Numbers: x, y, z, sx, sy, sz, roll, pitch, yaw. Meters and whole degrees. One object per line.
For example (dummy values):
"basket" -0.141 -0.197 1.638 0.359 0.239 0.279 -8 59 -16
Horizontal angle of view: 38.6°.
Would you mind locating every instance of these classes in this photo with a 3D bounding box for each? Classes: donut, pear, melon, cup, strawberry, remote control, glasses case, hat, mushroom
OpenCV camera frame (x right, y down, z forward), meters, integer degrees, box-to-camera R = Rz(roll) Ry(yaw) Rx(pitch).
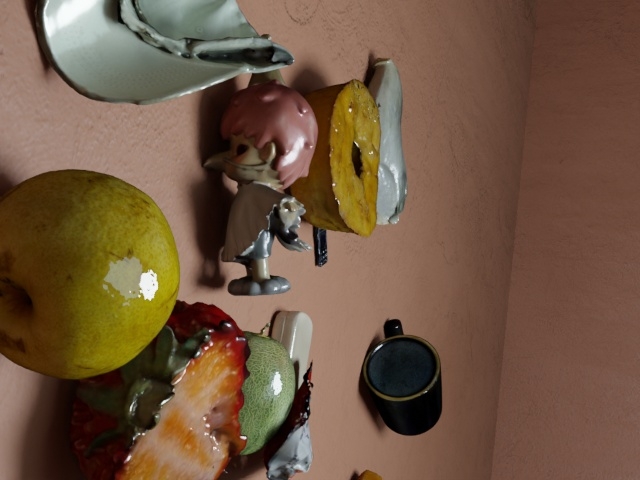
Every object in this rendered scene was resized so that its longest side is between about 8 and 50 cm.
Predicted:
"donut" 0.028 -0.142 1.614 0.277 0.108 0.277 -1 90 -66
"pear" -0.237 0.031 0.910 0.209 0.209 0.208 3 90 -67
"melon" -0.104 0.209 1.311 0.139 0.139 0.192 13 91 -67
"cup" 0.200 0.294 2.014 0.177 0.166 0.239 72 32 -47
"strawberry" -0.190 0.188 1.113 0.253 0.150 0.280 -65 158 0
"remote control" 0.000 0.000 1.694 0.039 0.014 0.096 -33 123 -61
"glasses case" -0.057 0.216 1.537 0.083 0.050 0.196 44 53 -64
"hat" -0.197 -0.268 1.073 0.301 0.168 0.257 -38 107 -32
"mushroom" 0.130 -0.204 1.877 0.109 0.097 0.351 15 77 -67

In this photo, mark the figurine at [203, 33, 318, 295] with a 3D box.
"figurine" -0.086 -0.113 1.320 0.207 0.166 0.386 180 -90 -79

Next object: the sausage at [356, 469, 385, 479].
"sausage" 0.085 0.586 1.867 0.098 0.098 0.238 68 32 -45

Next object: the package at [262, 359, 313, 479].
"package" -0.045 0.298 1.394 0.269 0.071 0.194 -101 -146 -82
